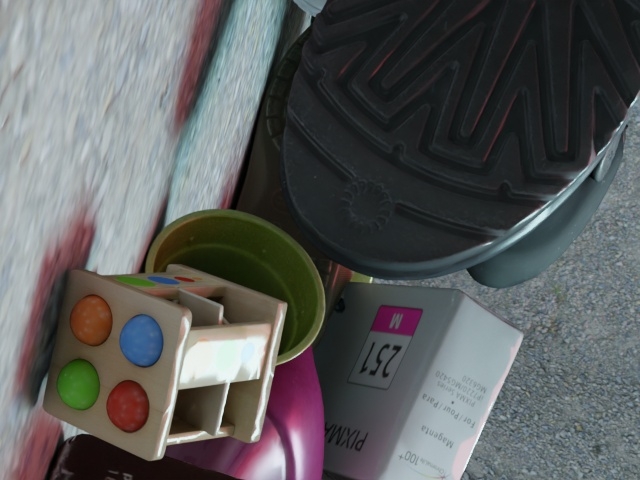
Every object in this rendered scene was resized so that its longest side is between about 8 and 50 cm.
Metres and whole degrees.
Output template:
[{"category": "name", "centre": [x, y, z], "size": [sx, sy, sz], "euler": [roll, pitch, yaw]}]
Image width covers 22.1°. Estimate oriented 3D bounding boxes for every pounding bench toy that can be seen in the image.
[{"category": "pounding bench toy", "centre": [-0.067, 0.036, 0.570], "size": [0.065, 0.083, 0.052], "euler": [-1, 106, -55]}]

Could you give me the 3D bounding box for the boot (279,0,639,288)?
[{"category": "boot", "centre": [0.105, -0.073, 0.963], "size": [0.367, 0.146, 0.445], "euler": [-57, 171, -16]}]

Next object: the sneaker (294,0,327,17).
[{"category": "sneaker", "centre": [0.057, -0.256, 0.920], "size": [0.153, 0.101, 0.269], "euler": [106, 3, -59]}]

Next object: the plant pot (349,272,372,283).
[{"category": "plant pot", "centre": [0.000, 0.000, 1.281], "size": [0.134, 0.095, 0.134], "euler": [15, 90, -88]}]

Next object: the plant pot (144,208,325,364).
[{"category": "plant pot", "centre": [-0.050, 0.042, 0.754], "size": [0.079, 0.083, 0.083], "euler": [120, -10, -48]}]

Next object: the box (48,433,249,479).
[{"category": "box", "centre": [-0.047, 0.211, 0.660], "size": [0.203, 0.167, 0.168], "euler": [102, 4, -56]}]

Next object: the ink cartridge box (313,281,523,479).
[{"category": "ink cartridge box", "centre": [-0.007, 0.144, 1.067], "size": [0.275, 0.060, 0.239], "euler": [1, -117, 63]}]

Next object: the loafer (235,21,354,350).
[{"category": "loafer", "centre": [-0.004, -0.035, 1.064], "size": [0.092, 0.102, 0.269], "euler": [102, 13, -72]}]

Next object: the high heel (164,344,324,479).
[{"category": "high heel", "centre": [-0.047, 0.206, 1.006], "size": [0.377, 0.127, 0.181], "euler": [98, 15, -46]}]
